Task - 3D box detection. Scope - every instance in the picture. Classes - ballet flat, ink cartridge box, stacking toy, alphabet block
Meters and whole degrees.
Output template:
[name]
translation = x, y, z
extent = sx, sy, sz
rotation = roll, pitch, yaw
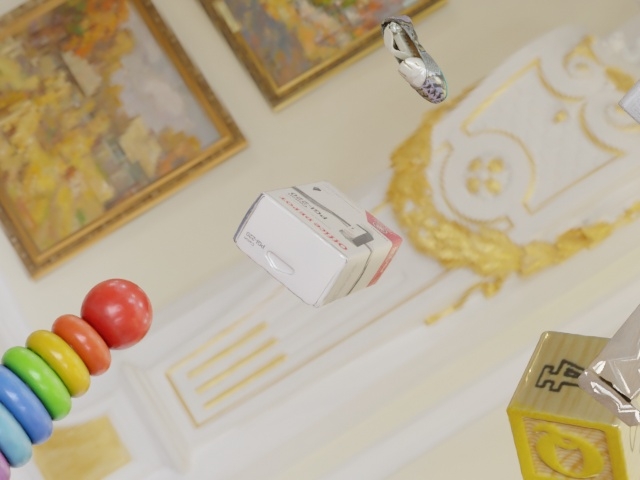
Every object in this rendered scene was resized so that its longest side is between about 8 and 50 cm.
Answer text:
[ballet flat]
translation = 0.091, -0.186, 1.182
extent = 0.041, 0.041, 0.114
rotation = 71, -5, -64
[ink cartridge box]
translation = 0.000, 0.000, 1.618
extent = 0.158, 0.092, 0.218
rotation = 38, 22, 15
[stacking toy]
translation = -0.330, 0.166, 1.365
extent = 0.141, 0.330, 0.141
rotation = 37, -27, 22
[alphabet block]
translation = 0.443, 0.291, 1.917
extent = 0.193, 0.197, 0.192
rotation = 3, -50, 31

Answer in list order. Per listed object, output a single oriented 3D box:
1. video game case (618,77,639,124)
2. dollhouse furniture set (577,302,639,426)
[video game case]
translation = 0.456, -0.167, 1.240
extent = 0.183, 0.201, 0.023
rotation = 38, 13, -13
[dollhouse furniture set]
translation = 0.477, 0.161, 1.066
extent = 0.394, 0.256, 0.362
rotation = 40, 5, 17
